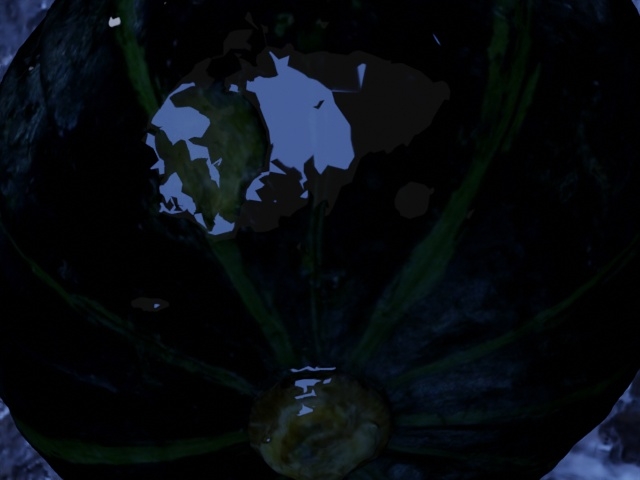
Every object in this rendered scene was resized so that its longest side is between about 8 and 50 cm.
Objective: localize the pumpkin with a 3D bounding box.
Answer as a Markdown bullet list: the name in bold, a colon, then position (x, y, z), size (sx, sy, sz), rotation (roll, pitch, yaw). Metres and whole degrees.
- **pumpkin**: position (0.000, 0.000, 0.693), size (0.315, 0.238, 0.315), rotation (-3, 126, -5)
